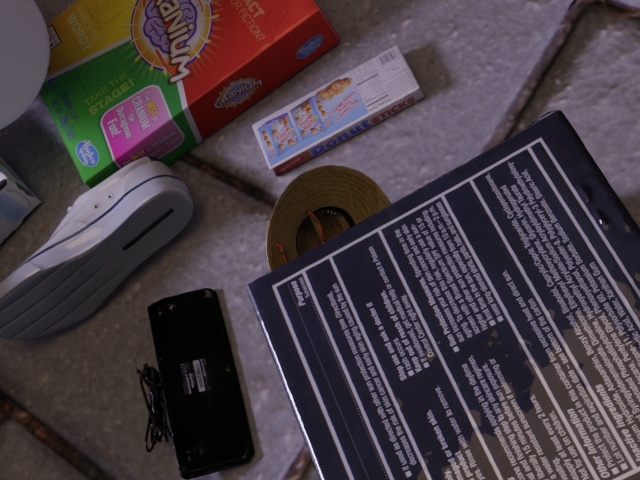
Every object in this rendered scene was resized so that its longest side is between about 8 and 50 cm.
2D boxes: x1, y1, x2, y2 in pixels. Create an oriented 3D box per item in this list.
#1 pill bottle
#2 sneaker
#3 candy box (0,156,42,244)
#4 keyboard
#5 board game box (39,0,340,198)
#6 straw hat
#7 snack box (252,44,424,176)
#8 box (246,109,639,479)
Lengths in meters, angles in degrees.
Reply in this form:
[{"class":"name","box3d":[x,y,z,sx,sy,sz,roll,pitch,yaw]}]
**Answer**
[{"class":"pill bottle","box3d":[-0.476,-0.267,1.158,0.224,0.224,0.392,-50,45,-4]},{"class":"sneaker","box3d":[-0.252,0.009,1.076,0.258,0.094,0.091,-35,43,-1]},{"class":"candy box","box3d":[-0.451,-0.032,1.177,0.196,0.070,0.165,-47,58,-2]},{"class":"keyboard","box3d":[-0.132,0.144,0.996,0.100,0.038,0.192,-11,60,-8]},{"class":"board game box","box3d":[-0.170,-0.226,1.148,0.317,0.064,0.242,-36,59,5]},{"class":"straw hat","box3d":[0.000,0.000,0.976,0.061,0.145,0.144,-11,53,66]},{"class":"snack box","box3d":[0.017,-0.136,1.055,0.178,0.022,0.064,-28,61,9]},{"class":"box","box3d":[0.141,0.110,0.800,0.294,0.183,0.296,-28,58,8]}]
